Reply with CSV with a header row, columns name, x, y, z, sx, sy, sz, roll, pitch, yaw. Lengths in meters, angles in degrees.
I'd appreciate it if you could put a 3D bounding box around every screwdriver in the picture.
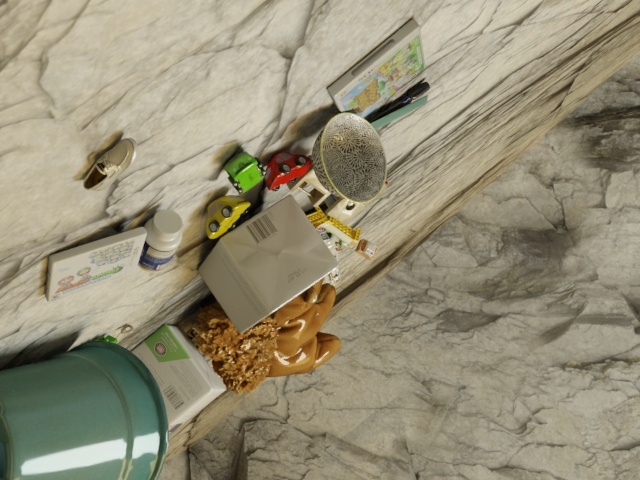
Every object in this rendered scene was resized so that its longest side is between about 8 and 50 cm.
name,x,y,z,sx,sy,sz,roll,pitch,yaw
screwdriver,0.157,-0.284,1.765,0.170,0.024,0.025,-31,-164,-3

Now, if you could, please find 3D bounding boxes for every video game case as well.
name,x,y,z,sx,sy,sz,roll,pitch,yaw
video game case,-0.367,0.040,1.367,0.157,0.019,0.143,-19,160,-29
video game case,0.109,-0.300,1.547,0.193,0.023,0.212,-39,168,3

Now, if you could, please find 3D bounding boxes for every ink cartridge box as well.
name,x,y,z,sx,sy,sz,roll,pitch,yaw
ink cartridge box,-0.437,0.394,2.053,0.353,0.207,0.119,-39,167,2

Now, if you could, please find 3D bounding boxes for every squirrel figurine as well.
name,x,y,z,sx,sy,sz,roll,pitch,yaw
squirrel figurine,-0.121,0.198,2.136,0.397,0.281,0.370,-35,161,-31

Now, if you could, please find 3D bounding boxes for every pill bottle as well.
name,x,y,z,sx,sy,sz,roll,pitch,yaw
pill bottle,-0.274,-0.001,1.427,0.067,0.067,0.120,-29,165,-38

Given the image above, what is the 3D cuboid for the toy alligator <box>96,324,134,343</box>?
name,x,y,z,sx,sy,sz,roll,pitch,yaw
toy alligator,-0.460,0.226,1.752,0.189,0.056,0.051,-50,153,-37

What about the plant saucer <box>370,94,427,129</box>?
name,x,y,z,sx,sy,sz,roll,pitch,yaw
plant saucer,0.149,-0.260,1.776,0.192,0.018,0.067,-31,-175,-34

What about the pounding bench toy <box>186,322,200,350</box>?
name,x,y,z,sx,sy,sz,roll,pitch,yaw
pounding bench toy,-0.321,0.258,2.262,0.065,0.052,0.083,-40,168,4

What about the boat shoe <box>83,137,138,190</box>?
name,x,y,z,sx,sy,sz,roll,pitch,yaw
boat shoe,-0.284,-0.100,1.124,0.100,0.035,0.035,-38,172,28

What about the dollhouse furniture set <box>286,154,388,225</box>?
name,x,y,z,sx,sy,sz,roll,pitch,yaw
dollhouse furniture set,0.019,-0.146,1.701,0.129,0.129,0.184,-43,137,16

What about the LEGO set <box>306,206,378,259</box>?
name,x,y,z,sx,sy,sz,roll,pitch,yaw
LEGO set,0.000,0.000,2.065,0.287,0.132,0.107,5,145,-41

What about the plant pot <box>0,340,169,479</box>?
name,x,y,z,sx,sy,sz,roll,pitch,yaw
plant pot,-0.515,0.362,1.517,0.341,0.341,0.334,-43,159,20

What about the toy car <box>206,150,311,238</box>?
name,x,y,z,sx,sy,sz,roll,pitch,yaw
toy car,-0.128,-0.110,1.489,0.239,0.053,0.225,-38,167,-6

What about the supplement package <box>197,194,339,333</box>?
name,x,y,z,sx,sy,sz,roll,pitch,yaw
supplement package,-0.117,0.057,1.728,0.178,0.175,0.293,-34,178,-22

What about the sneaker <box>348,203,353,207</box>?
name,x,y,z,sx,sy,sz,roll,pitch,yaw
sneaker,0.077,-0.139,1.866,0.081,0.080,0.211,-61,-177,33

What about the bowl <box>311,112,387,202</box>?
name,x,y,z,sx,sy,sz,roll,pitch,yaw
bowl,0.038,-0.146,1.568,0.170,0.170,0.080,-27,-170,-42

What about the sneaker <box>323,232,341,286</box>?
name,x,y,z,sx,sy,sz,roll,pitch,yaw
sneaker,0.017,0.064,2.385,0.110,0.118,0.292,-32,165,-20
